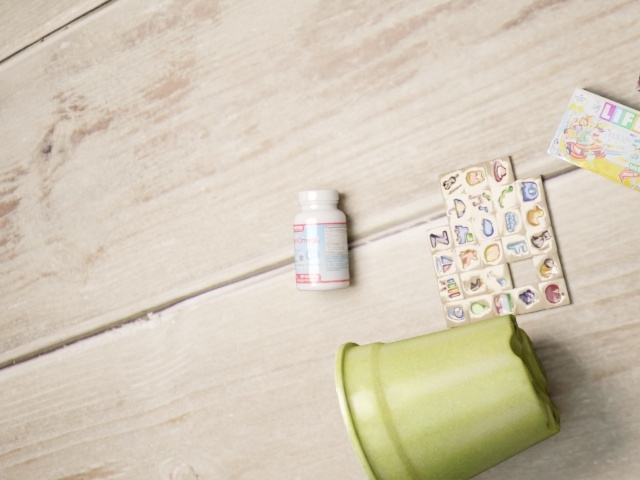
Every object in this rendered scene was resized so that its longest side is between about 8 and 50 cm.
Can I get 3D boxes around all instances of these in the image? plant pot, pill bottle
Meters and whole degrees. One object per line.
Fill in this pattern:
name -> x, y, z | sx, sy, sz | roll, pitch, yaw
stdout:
plant pot -> 0.194, 0.232, 1.455 | 0.254, 0.276, 0.276 | -24, 80, 16
pill bottle -> 0.000, 0.000, 1.633 | 0.087, 0.087, 0.160 | -4, 89, 29

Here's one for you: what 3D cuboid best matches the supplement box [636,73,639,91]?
supplement box -> 0.554, -0.238, 1.331 | 0.239, 0.073, 0.130 | 15, 99, 26

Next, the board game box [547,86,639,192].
board game box -> 0.414, -0.142, 1.437 | 0.154, 0.026, 0.103 | 27, 104, 26

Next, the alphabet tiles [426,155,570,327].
alphabet tiles -> 0.258, 0.000, 1.538 | 0.198, 0.009, 0.237 | -15, 84, 29
